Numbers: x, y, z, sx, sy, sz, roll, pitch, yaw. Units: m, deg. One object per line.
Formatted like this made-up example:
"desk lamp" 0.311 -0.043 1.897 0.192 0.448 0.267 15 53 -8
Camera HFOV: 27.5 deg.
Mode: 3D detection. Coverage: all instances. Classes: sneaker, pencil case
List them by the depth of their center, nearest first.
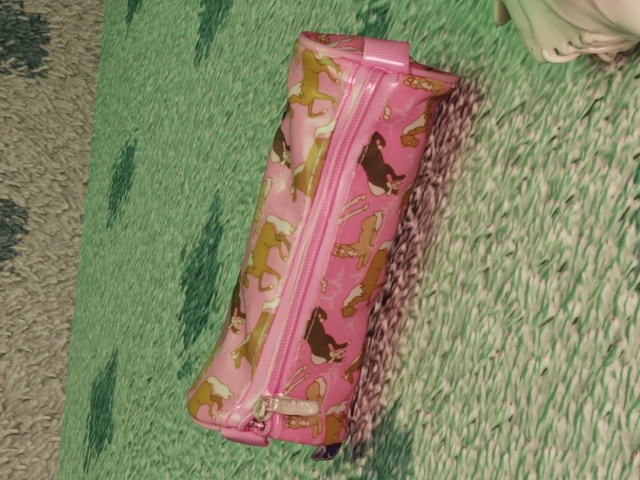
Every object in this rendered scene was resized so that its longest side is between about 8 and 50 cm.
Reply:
"sneaker" 0.194 -0.173 0.894 0.297 0.111 0.129 -115 27 -65
"pencil case" 0.000 0.000 1.183 0.167 0.160 0.386 29 106 49
